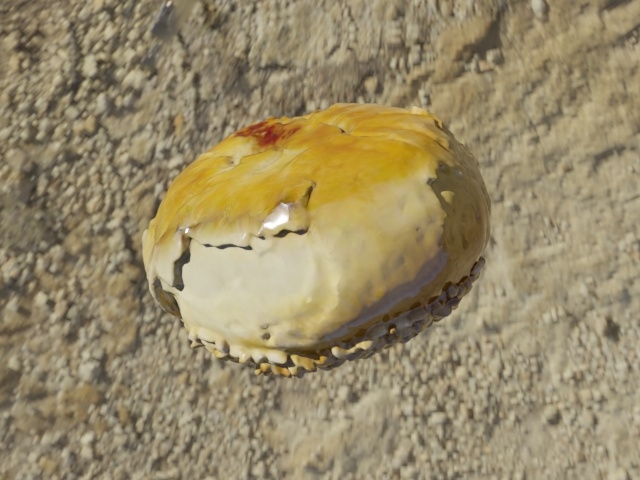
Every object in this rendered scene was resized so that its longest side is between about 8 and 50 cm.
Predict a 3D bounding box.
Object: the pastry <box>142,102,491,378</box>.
[{"bbox_3d":[0.000,0.000,1.491,0.409,0.409,0.245,-13,112,9],"label":"pastry"}]
